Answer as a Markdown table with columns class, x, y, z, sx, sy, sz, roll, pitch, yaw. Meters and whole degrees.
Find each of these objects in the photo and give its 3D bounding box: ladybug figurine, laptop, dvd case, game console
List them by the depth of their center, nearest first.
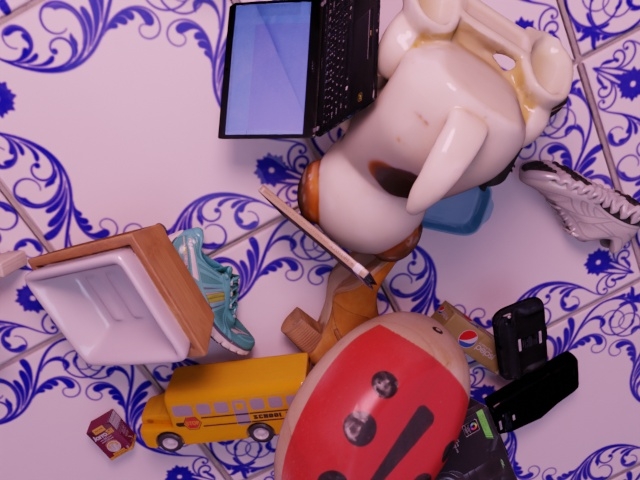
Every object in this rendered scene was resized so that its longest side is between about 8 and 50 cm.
| class | x | y | z | sx | sy | sz | roll | pitch | yaw |
| --- | --- | --- | --- | --- | --- | --- | --- | --- | --- |
| laptop | -0.036 | -0.280 | 0.829 | 0.137 | 0.264 | 0.234 | 7 | 80 | -25 |
| dvd case | 0.000 | 0.000 | 0.964 | 0.221 | 0.164 | 0.018 | 39 | 87 | 14 |
| ladybug figurine | 0.109 | 0.323 | 1.000 | 0.305 | 0.162 | 0.449 | 45 | 71 | -16 |
| game console | 0.427 | 0.250 | 1.177 | 0.213 | 0.044 | 0.361 | -26 | 127 | -9 |

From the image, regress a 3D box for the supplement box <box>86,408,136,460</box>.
| class | x | y | z | sx | sy | sz | roll | pitch | yaw |
| --- | --- | --- | --- | --- | --- | --- | --- | --- | --- |
| supplement box | -0.420 | 0.392 | 1.164 | 0.055 | 0.043 | 0.083 | -31 | 111 | 5 |

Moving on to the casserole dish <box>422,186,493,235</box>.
| class | x | y | z | sx | sy | sz | roll | pitch | yaw |
| --- | --- | --- | --- | --- | --- | --- | --- | --- | --- |
| casserole dish | 0.232 | -0.075 | 1.087 | 0.189 | 0.037 | 0.114 | 11 | 109 | -11 |

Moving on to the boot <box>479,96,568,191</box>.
| class | x | y | z | sx | sy | sz | roll | pitch | yaw |
| --- | --- | --- | --- | --- | --- | --- | --- | --- | --- |
| boot | 0.357 | -0.185 | 1.046 | 0.198 | 0.077 | 0.137 | -24 | 130 | -18 |

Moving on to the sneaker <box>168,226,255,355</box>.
| class | x | y | z | sx | sy | sz | roll | pitch | yaw |
| --- | --- | --- | --- | --- | --- | --- | --- | --- | --- |
| sneaker | -0.192 | 0.099 | 1.061 | 0.110 | 0.107 | 0.275 | -34 | 114 | -9 |

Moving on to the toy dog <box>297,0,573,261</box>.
| class | x | y | z | sx | sy | sz | roll | pitch | yaw |
| --- | --- | --- | --- | --- | --- | --- | --- | --- | --- |
| toy dog | 0.143 | -0.129 | 0.882 | 0.285 | 0.395 | 0.408 | 20 | 144 | -18 |

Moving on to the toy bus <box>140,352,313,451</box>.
| class | x | y | z | sx | sy | sz | roll | pitch | yaw |
| --- | --- | --- | --- | --- | --- | --- | --- | --- | --- |
| toy bus | -0.177 | 0.306 | 1.101 | 0.333 | 0.108 | 0.130 | -8 | 117 | 7 |

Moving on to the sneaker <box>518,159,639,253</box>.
| class | x | y | z | sx | sy | sz | roll | pitch | yaw |
| --- | --- | --- | --- | --- | --- | --- | --- | --- | --- |
| sneaker | 0.494 | -0.062 | 1.099 | 0.292 | 0.110 | 0.118 | 22 | 115 | -15 |

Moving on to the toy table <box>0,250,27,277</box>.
| class | x | y | z | sx | sy | sz | roll | pitch | yaw |
| --- | --- | --- | --- | --- | --- | --- | --- | --- | --- |
| toy table | -0.619 | 0.074 | 0.927 | 0.161 | 0.252 | 0.274 | 0 | 120 | 10 |

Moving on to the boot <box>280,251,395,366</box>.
| class | x | y | z | sx | sy | sz | roll | pitch | yaw |
| --- | --- | --- | --- | --- | --- | --- | --- | --- | --- |
| boot | 0.089 | 0.147 | 1.125 | 0.295 | 0.104 | 0.211 | -42 | 116 | 14 |

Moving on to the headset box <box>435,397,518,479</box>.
| class | x | y | z | sx | sy | sz | roll | pitch | yaw |
| --- | --- | --- | --- | --- | --- | --- | --- | --- | --- |
| headset box | 0.258 | 0.486 | 1.195 | 0.283 | 0.131 | 0.246 | -24 | 97 | -14 |

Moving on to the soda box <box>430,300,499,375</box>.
| class | x | y | z | sx | sy | sz | roll | pitch | yaw |
| --- | --- | --- | --- | --- | --- | --- | --- | --- | --- |
| soda box | 0.312 | 0.202 | 1.189 | 0.181 | 0.061 | 0.058 | 35 | 102 | -19 |

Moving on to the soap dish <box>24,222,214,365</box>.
| class | x | y | z | sx | sy | sz | roll | pitch | yaw |
| --- | --- | --- | --- | --- | --- | --- | --- | --- | --- |
| soap dish | -0.331 | 0.094 | 0.966 | 0.291 | 0.118 | 0.228 | -10 | 116 | 35 |
